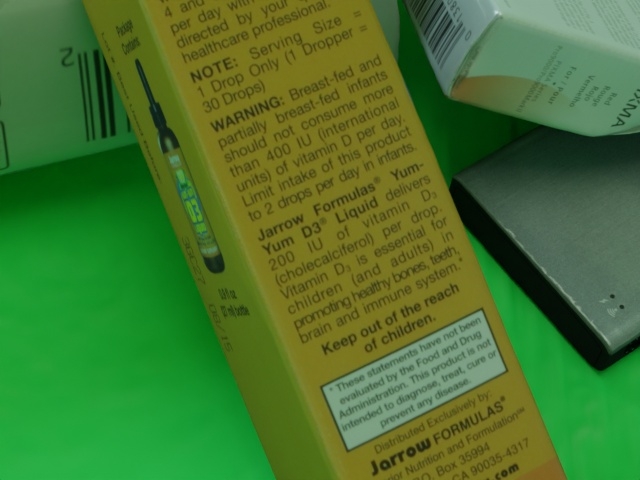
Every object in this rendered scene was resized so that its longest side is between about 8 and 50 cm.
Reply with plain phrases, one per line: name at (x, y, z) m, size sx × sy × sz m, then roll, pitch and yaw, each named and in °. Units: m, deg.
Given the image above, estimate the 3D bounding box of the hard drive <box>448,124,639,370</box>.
hard drive at (0.131, -0.019, 0.701) m, size 0.135 × 0.022 × 0.094 m, roll -30°, pitch 65°, yaw -23°

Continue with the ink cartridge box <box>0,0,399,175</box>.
ink cartridge box at (-0.179, -0.170, 0.750) m, size 0.308 × 0.091 × 0.385 m, roll -15°, pitch 44°, yaw -15°

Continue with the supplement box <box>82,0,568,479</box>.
supplement box at (0.000, 0.000, 0.580) m, size 0.080 × 0.078 × 0.233 m, roll -26°, pitch 96°, yaw -19°

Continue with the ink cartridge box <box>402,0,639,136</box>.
ink cartridge box at (0.110, -0.094, 0.710) m, size 0.179 × 0.045 × 0.145 m, roll 15°, pitch 36°, yaw -30°
